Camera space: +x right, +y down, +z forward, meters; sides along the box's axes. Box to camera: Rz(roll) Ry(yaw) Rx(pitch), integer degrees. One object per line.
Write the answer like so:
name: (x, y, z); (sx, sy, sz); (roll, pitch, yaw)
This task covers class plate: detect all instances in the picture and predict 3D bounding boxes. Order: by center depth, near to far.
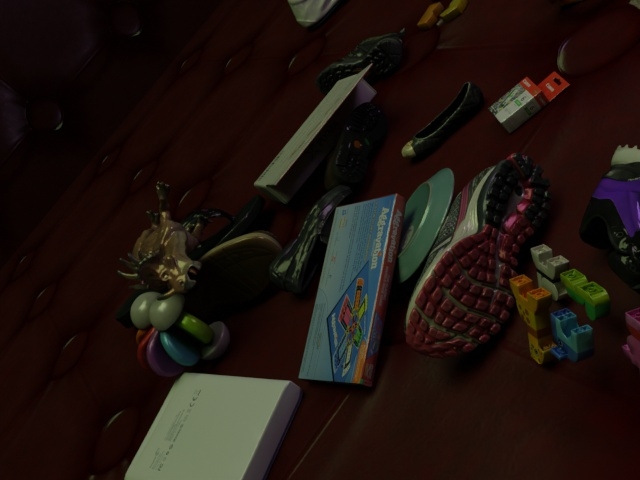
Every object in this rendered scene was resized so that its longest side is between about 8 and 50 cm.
plate: (0.140, -0.025, 1.082); (0.188, 0.024, 0.188); (-61, 10, 20)

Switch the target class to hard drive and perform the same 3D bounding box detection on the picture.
hard drive: (-0.179, 0.316, 1.164); (0.319, 0.040, 0.210); (-9, 48, 49)

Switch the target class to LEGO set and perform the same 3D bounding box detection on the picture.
LEGO set: (0.271, 0.096, 0.795); (0.087, 0.093, 0.227); (-17, 24, -8)

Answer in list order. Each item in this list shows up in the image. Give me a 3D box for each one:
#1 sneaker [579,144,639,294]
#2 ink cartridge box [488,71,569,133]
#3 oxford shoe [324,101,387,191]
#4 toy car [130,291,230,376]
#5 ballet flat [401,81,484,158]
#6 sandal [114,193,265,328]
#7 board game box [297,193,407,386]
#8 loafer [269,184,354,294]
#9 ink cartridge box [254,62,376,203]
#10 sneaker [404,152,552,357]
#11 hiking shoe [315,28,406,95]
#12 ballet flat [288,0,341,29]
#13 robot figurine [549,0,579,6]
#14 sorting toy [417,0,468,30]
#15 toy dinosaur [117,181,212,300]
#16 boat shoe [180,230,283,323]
sneaker: (0.380, 0.001, 0.745); (0.146, 0.102, 0.293); (-53, 24, 0)
ink cartridge box: (0.325, -0.224, 1.144); (0.115, 0.029, 0.063); (-40, 30, 16)
oxford shoe: (0.058, -0.180, 1.401); (0.096, 0.083, 0.227); (-39, 17, 53)
toy car: (-0.270, 0.180, 1.326); (0.182, 0.159, 0.136); (-5, 51, 50)
ballet flat: (0.205, -0.206, 1.262); (0.173, 0.049, 0.057); (-41, 29, 13)
sandal: (-0.303, 0.034, 1.570); (0.446, 0.107, 0.167); (-37, 17, 20)
board game box: (0.048, 0.073, 1.087); (0.145, 0.027, 0.281); (-10, 62, 53)
loafer: (0.000, 0.000, 1.282); (0.078, 0.076, 0.223); (26, 70, 27)
ink cartridge box: (-0.001, -0.204, 1.459); (0.296, 0.066, 0.261); (-51, 14, -5)
sneaker: (0.197, 0.025, 0.949); (0.299, 0.121, 0.112); (-54, 14, -24)
hiking shoe: (0.093, -0.389, 1.619); (0.227, 0.086, 0.114); (-18, 27, 34)
ballet flat: (0.068, -0.761, 2.024); (0.400, 0.139, 0.139); (-41, 30, 13)
robot figurine: (0.480, -0.478, 1.183); (0.291, 0.085, 0.211); (-14, 44, 45)
sorting toy: (0.327, -0.586, 1.559); (0.229, 0.041, 0.307); (7, 60, 56)
toy dinosaur: (-0.299, 0.031, 1.344); (0.296, 0.127, 0.200); (-33, 33, 61)
boat shoe: (-0.186, 0.060, 1.400); (0.342, 0.123, 0.123); (-39, 21, 39)
